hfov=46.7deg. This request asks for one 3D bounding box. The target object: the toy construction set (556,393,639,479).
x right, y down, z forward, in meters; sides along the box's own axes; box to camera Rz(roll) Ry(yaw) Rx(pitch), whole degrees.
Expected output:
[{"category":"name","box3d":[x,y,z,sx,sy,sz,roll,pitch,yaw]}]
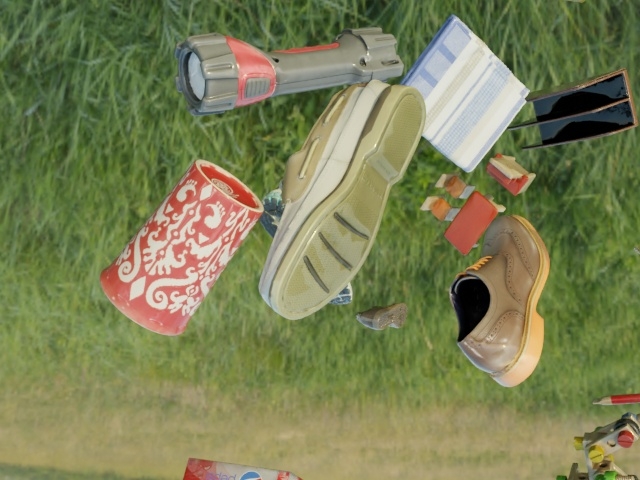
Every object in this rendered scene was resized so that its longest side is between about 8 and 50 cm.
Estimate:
[{"category":"toy construction set","box3d":[0.704,0.531,1.864,0.237,0.309,0.257,-12,128,35]}]

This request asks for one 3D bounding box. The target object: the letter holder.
[{"category":"letter holder","box3d":[0.626,-0.326,1.946,0.214,0.152,0.301,-21,-171,-32]}]

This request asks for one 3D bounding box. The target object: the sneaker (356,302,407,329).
[{"category":"sneaker","box3d":[0.157,0.182,1.856,0.071,0.066,0.188,13,-176,29]}]

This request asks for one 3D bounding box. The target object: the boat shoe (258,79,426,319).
[{"category":"boat shoe","box3d":[0.010,-0.051,0.853,0.103,0.302,0.113,19,159,37]}]

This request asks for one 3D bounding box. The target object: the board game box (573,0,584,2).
[{"category":"board game box","box3d":[0.484,-0.700,1.738,0.316,0.243,0.064,5,-173,1]}]

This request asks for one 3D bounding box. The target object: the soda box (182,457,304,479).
[{"category":"soda box","box3d":[-0.171,0.544,1.633,0.263,0.084,0.092,0,151,24]}]

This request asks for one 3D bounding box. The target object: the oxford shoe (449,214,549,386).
[{"category":"oxford shoe","box3d":[0.296,0.064,1.251,0.132,0.364,0.130,32,129,-15]}]

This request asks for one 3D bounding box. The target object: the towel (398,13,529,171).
[{"category":"towel","box3d":[0.271,-0.274,1.430,0.285,0.209,0.034,30,-171,-40]}]

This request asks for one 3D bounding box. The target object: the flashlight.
[{"category":"flashlight","box3d":[-0.040,-0.238,0.996,0.304,0.103,0.103,-18,-175,-32]}]

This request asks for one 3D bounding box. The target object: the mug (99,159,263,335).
[{"category":"mug","box3d":[-0.149,-0.002,0.830,0.113,0.150,0.169,35,104,-15]}]

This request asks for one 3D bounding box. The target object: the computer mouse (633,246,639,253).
[{"category":"computer mouse","box3d":[0.717,0.007,1.525,0.261,0.060,0.184,-1,-179,-33]}]

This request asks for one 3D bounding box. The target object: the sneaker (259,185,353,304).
[{"category":"sneaker","box3d":[0.000,0.000,1.439,0.110,0.122,0.283,-8,123,39]}]

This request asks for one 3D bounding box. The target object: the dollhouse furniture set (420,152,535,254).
[{"category":"dollhouse furniture set","box3d":[0.397,-0.083,1.818,0.135,0.262,0.259,-10,138,-50]}]
